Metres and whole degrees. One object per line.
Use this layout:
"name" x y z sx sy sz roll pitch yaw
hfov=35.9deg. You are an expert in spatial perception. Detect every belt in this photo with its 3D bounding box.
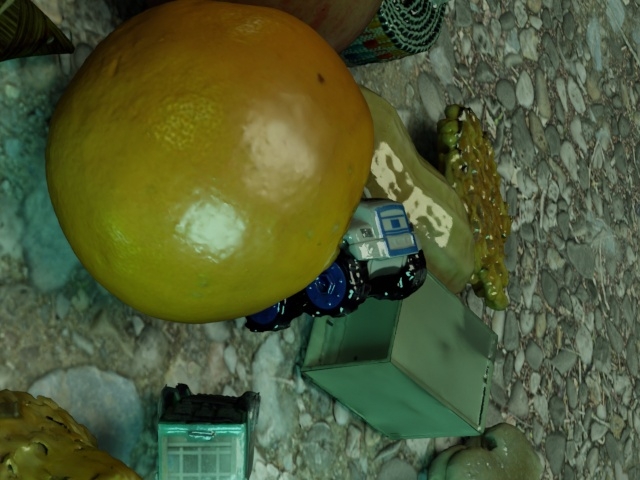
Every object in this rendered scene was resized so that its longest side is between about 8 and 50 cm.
"belt" 0.083 -0.359 1.346 0.207 0.150 0.257 50 47 -43

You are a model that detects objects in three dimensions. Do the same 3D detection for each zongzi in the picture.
"zongzi" -0.311 -0.156 0.877 0.184 0.084 0.187 46 55 -47

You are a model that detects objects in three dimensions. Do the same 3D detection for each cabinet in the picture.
"cabinet" 0.099 0.141 1.242 0.206 0.150 0.145 41 51 -37

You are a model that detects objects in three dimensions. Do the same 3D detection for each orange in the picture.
"orange" -0.103 -0.073 0.928 0.312 0.312 0.312 16 69 -48

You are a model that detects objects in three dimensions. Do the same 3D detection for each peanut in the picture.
"peanut" 0.082 -0.058 1.267 0.340 0.158 0.174 50 65 -28

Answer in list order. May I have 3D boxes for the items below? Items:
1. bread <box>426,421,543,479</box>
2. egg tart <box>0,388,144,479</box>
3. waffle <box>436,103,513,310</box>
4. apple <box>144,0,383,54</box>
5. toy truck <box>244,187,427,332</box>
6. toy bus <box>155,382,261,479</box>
"bread" 0.212 0.395 1.360 0.183 0.102 0.337 45 49 -35
"egg tart" -0.201 0.278 0.764 0.341 0.129 0.341 -3 90 -81
"waffle" 0.232 -0.055 1.479 0.281 0.058 0.300 48 37 -50
"apple" -0.058 -0.350 1.059 0.345 0.269 0.344 31 48 -42
"toy truck" 0.000 0.000 1.108 0.161 0.213 0.176 -8 83 -53
"toy bus" -0.103 0.189 0.931 0.261 0.091 0.109 95 -4 -83
